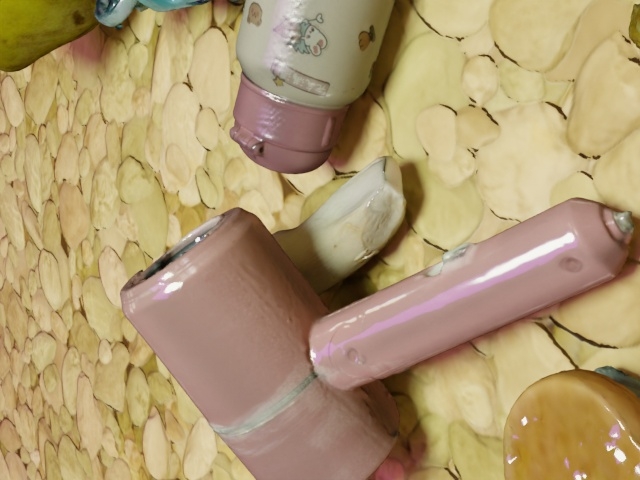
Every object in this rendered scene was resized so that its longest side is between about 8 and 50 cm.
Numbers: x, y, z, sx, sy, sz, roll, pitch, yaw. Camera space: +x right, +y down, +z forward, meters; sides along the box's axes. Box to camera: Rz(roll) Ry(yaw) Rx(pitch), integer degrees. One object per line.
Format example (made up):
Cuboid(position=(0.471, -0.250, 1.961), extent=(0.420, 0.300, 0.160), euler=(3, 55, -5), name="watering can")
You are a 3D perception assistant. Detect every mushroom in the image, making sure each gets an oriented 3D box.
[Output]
Cuboid(position=(0.000, 0.000, 0.682), extent=(0.209, 0.071, 0.084), euler=(-34, 37, 43), name="mushroom")

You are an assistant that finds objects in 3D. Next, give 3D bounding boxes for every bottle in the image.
Cuboid(position=(-0.005, -0.164, 0.631), extent=(0.110, 0.110, 0.233), euler=(39, 124, 39), name="bottle")

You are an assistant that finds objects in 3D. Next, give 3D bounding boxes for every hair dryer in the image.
Cuboid(position=(0.041, 0.040, 0.576), extent=(0.352, 0.125, 0.210), euler=(-29, 103, 30), name="hair dryer")

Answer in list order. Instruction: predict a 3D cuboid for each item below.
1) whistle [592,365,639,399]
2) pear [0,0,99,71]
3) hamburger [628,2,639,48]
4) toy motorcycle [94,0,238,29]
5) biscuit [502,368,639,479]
Cuboid(position=(0.264, 0.139, 0.400), extent=(0.326, 0.057, 0.068), euler=(16, 107, 47), name="whistle")
Cuboid(position=(-0.317, -0.340, 0.862), extent=(0.269, 0.269, 0.321), euler=(14, 90, 47), name="pear")
Cuboid(position=(0.235, -0.088, 0.354), extent=(0.215, 0.122, 0.190), euler=(-1, 97, 51), name="hamburger")
Cuboid(position=(-0.113, -0.291, 0.723), extent=(0.260, 0.154, 0.206), euler=(7, 77, 52), name="toy motorcycle")
Cuboid(position=(0.175, 0.246, 0.414), extent=(0.275, 0.052, 0.355), euler=(-5, 85, 49), name="biscuit")
